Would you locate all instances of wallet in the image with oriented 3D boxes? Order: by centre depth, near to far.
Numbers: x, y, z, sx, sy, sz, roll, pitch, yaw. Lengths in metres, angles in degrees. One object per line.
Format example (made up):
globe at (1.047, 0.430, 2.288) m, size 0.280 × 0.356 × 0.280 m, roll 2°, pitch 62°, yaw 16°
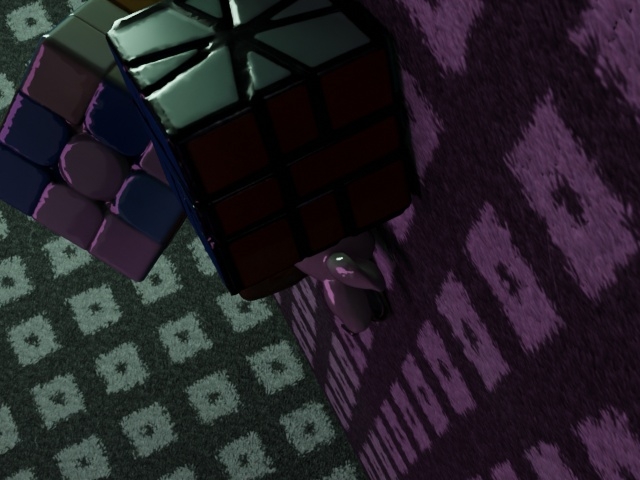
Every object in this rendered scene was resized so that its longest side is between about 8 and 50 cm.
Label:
wallet at (0.043, 0.044, 1.761) m, size 0.170 × 0.069 × 0.231 m, roll 65°, pitch 172°, yaw -32°

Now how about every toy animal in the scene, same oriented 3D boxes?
toy animal at (0.000, -0.007, 1.561) m, size 0.208 × 0.154 × 0.325 m, roll 105°, pitch 149°, yaw -54°

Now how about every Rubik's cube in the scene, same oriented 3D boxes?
Rubik's cube at (-0.072, -0.157, 1.210) m, size 0.283 × 0.293 × 0.288 m, roll 77°, pitch 166°, yaw -44°
Rubik's cube at (-0.342, -0.203, 1.696) m, size 0.347 × 0.346 × 0.344 m, roll 31°, pitch -147°, yaw -8°

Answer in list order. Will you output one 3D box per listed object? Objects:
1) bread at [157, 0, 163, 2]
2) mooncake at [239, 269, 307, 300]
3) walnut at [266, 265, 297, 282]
bread at (-0.221, -0.491, 1.561) m, size 0.333 × 0.143 × 0.323 m, roll 59°, pitch 168°, yaw 27°
mooncake at (-0.170, -0.041, 2.167) m, size 0.378 × 0.201 × 0.378 m, roll 62°, pitch 178°, yaw 4°
walnut at (-0.117, -0.083, 1.895) m, size 0.209 × 0.209 × 0.336 m, roll 94°, pitch 169°, yaw -71°
